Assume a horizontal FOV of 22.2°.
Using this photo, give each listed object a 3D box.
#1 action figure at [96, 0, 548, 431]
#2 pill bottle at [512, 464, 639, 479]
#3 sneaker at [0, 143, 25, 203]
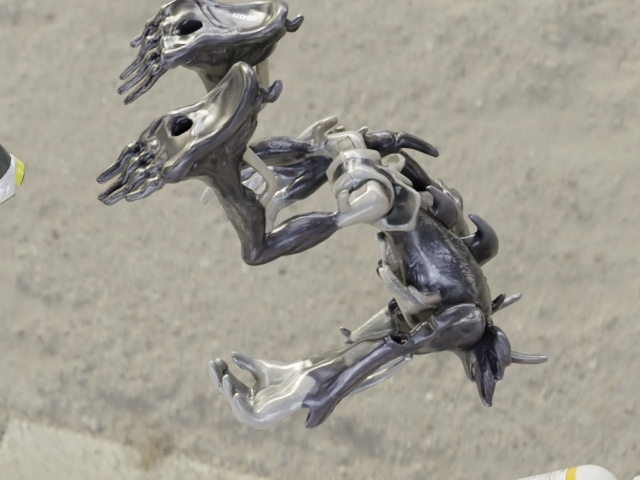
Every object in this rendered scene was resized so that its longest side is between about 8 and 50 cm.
[{"bbox_3d":[0.000,0.000,0.814,0.141,0.276,0.164,-28,44,22],"label":"action figure"},{"bbox_3d":[0.165,0.228,1.181,0.208,0.117,0.117,-16,60,16],"label":"pill bottle"},{"bbox_3d":[-0.168,-0.025,0.690,0.083,0.035,0.031,-23,37,9],"label":"sneaker"}]
